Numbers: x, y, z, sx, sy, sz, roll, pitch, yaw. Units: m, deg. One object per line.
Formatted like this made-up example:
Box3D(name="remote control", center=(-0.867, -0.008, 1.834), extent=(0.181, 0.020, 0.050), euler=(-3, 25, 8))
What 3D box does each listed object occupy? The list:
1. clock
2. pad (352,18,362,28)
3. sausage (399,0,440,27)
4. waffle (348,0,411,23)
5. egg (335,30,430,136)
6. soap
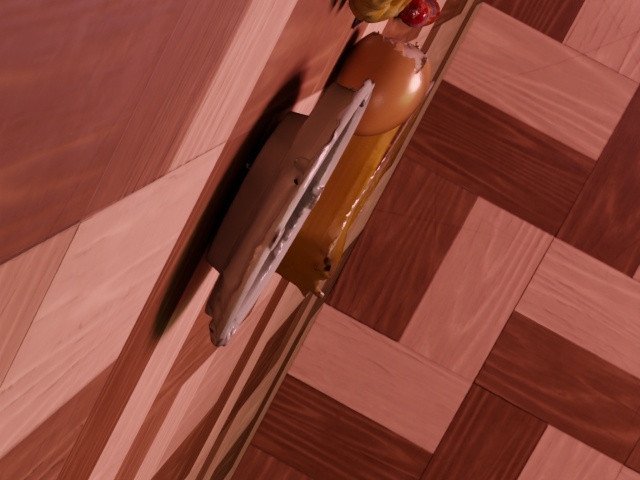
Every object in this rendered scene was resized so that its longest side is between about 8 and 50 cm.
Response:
Box3D(name="clock", center=(-0.036, -0.029, 1.391), extent=(0.236, 0.053, 0.236), euler=(-59, 177, -5))
Box3D(name="pad", center=(0.066, -0.244, 1.600), extent=(0.112, 0.003, 0.157), euler=(-63, 177, 20))
Box3D(name="sausage", center=(0.104, -0.239, 1.917), extent=(0.034, 0.034, 0.129), euler=(-62, 177, 12))
Box3D(name="waffle", center=(0.095, -0.278, 1.360), extent=(0.261, 0.056, 0.250), euler=(-64, 176, 6))
Box3D(name="egg", center=(0.052, -0.136, 1.614), extent=(0.096, 0.080, 0.080), euler=(-65, 176, 11))
Box3D(name="soap", center=(0.026, -0.068, 1.822), extent=(0.233, 0.076, 0.135), euler=(-61, 178, -27))
